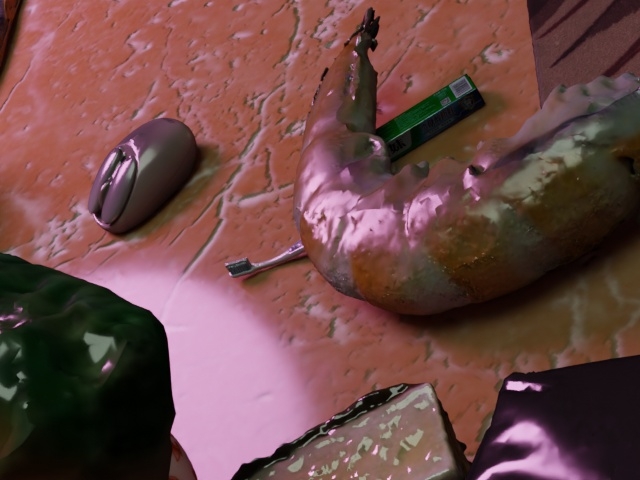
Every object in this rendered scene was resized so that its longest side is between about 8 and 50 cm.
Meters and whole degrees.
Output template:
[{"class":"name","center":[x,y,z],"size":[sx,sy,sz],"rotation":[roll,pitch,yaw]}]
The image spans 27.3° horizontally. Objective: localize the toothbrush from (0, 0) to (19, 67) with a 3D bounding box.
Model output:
[{"class":"toothbrush","center":[-0.307,-0.231,1.300],"size":[0.031,0.023,0.321],"rotation":[-26,38,28]}]

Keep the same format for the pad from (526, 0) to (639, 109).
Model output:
[{"class":"pad","center":[0.276,-0.162,0.765],"size":[0.330,0.004,0.220],"rotation":[-21,40,21]}]

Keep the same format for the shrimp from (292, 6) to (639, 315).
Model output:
[{"class":"shrimp","center":[0.068,-0.041,0.760],"size":[0.185,0.068,0.287],"rotation":[-49,35,-13]}]

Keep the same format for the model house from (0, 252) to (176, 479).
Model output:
[{"class":"model house","center":[-0.299,0.160,0.503],"size":[0.342,0.335,0.382],"rotation":[-8,20,-43]}]

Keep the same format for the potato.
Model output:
[{"class":"potato","center":[0.016,0.129,0.604],"size":[0.122,0.086,0.061],"rotation":[-28,35,3]}]

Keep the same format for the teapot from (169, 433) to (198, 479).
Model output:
[{"class":"teapot","center":[-0.140,0.155,0.683],"size":[0.245,0.116,0.159],"rotation":[20,77,46]}]

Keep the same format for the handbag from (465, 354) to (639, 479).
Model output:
[{"class":"handbag","center":[0.152,0.128,0.448],"size":[0.275,0.088,0.244],"rotation":[-12,32,37]}]

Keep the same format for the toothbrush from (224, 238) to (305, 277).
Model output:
[{"class":"toothbrush","center":[0.000,0.000,0.813],"size":[0.131,0.013,0.011],"rotation":[-19,46,19]}]

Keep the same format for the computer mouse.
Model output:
[{"class":"computer mouse","center":[-0.132,-0.051,0.951],"size":[0.096,0.039,0.066],"rotation":[-46,37,-11]}]

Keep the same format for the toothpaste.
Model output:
[{"class":"toothpaste","center":[0.063,-0.075,0.836],"size":[0.083,0.017,0.020],"rotation":[-32,40,8]}]
